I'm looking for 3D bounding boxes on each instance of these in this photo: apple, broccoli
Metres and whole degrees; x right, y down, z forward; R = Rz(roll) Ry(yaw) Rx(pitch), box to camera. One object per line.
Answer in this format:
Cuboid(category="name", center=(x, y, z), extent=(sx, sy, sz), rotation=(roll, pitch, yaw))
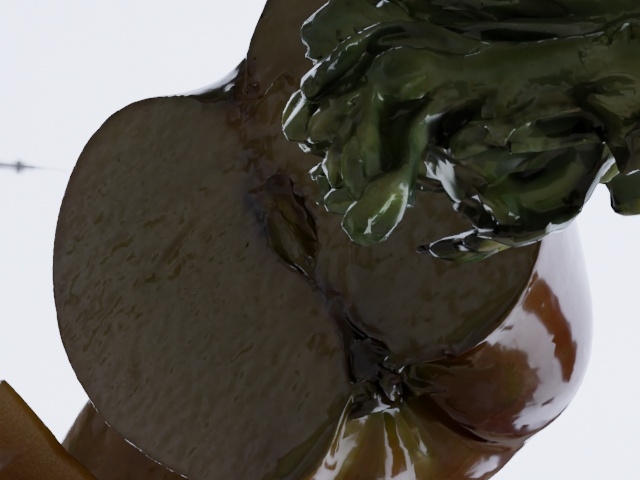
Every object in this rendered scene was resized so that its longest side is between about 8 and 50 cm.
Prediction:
Cuboid(category="apple", center=(0.000, 0.000, 0.920), extent=(0.329, 0.295, 0.365), rotation=(103, -31, -41))
Cuboid(category="broccoli", center=(0.087, -0.065, 0.471), extent=(0.198, 0.275, 0.177), rotation=(-9, -77, -8))

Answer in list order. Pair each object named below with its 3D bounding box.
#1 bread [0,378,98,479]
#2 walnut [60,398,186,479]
Cuboid(category="bread", center=(-0.156, 0.128, 0.703), extent=(0.226, 0.088, 0.049), rotation=(49, -46, -2))
Cuboid(category="walnut", center=(-0.116, 0.193, 1.190), extent=(0.209, 0.209, 0.336), rotation=(35, -68, 31))
